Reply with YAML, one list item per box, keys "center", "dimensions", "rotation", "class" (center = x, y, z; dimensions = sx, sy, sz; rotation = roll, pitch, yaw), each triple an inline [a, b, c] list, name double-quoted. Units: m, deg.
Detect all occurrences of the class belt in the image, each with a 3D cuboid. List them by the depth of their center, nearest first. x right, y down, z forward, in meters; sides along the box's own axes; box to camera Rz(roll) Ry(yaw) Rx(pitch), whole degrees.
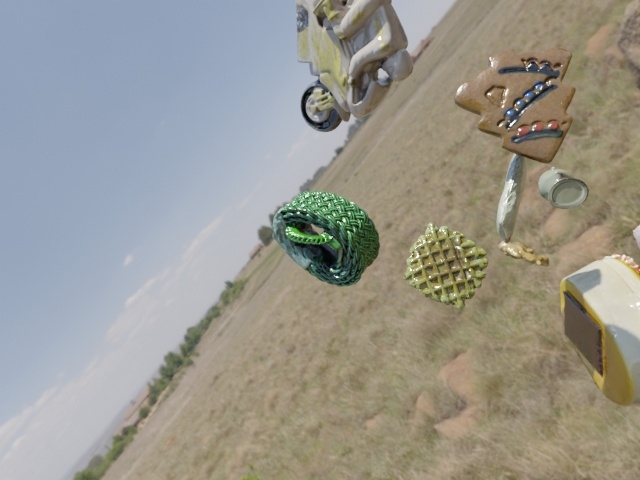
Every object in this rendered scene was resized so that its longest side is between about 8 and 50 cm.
- center: [0.000, 0.000, 0.692]
  dimensions: [0.079, 0.151, 0.121]
  rotation: [-43, -27, -38]
  class: "belt"

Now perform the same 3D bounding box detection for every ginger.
- center: [0.606, 0.031, 1.562]
  dimensions: [0.193, 0.176, 0.052]
  rotation: [23, 99, 46]
  class: "ginger"

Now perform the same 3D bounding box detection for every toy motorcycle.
- center: [0.057, -0.344, 0.875]
  dimensions: [0.108, 0.223, 0.340]
  rotation: [-33, -48, -48]
  class: "toy motorcycle"

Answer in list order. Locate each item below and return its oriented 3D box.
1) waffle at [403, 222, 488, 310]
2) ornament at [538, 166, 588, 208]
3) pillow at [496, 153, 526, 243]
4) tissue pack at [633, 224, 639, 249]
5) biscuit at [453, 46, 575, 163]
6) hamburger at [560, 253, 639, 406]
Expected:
- center: [0.342, 0.068, 1.397]
  dimensions: [0.207, 0.214, 0.054]
  rotation: [-58, -19, -16]
  class: "waffle"
- center: [0.493, -0.111, 1.055]
  dimensions: [0.075, 0.081, 0.156]
  rotation: [-19, 10, 19]
  class: "ornament"
- center: [0.496, -0.115, 1.332]
  dimensions: [0.128, 0.051, 0.229]
  rotation: [43, -120, -57]
  class: "pillow"
- center: [1.095, -0.021, 1.474]
  dimensions: [0.202, 0.124, 0.271]
  rotation: [-27, 13, -16]
  class: "tissue pack"
- center: [0.481, -0.318, 1.196]
  dimensions: [0.278, 0.301, 0.043]
  rotation: [-24, -17, 10]
  class: "biscuit"
- center: [0.571, 0.169, 0.960]
  dimensions: [0.152, 0.227, 0.295]
  rotation: [-13, 40, 0]
  class: "hamburger"
